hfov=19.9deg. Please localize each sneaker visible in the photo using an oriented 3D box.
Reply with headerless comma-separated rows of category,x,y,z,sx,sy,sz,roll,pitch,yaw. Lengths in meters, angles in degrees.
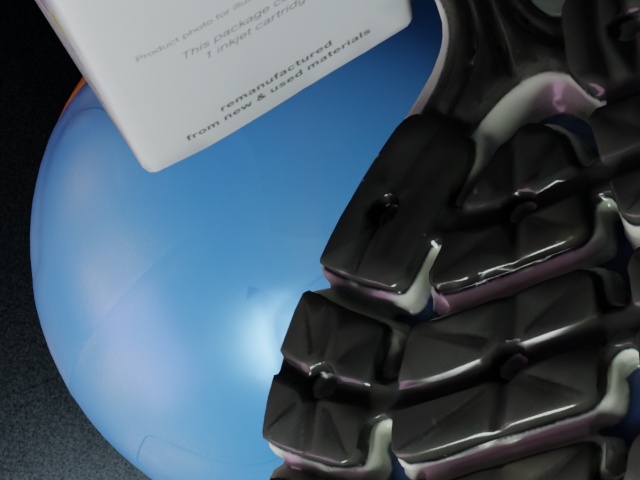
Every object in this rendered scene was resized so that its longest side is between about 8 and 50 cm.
sneaker,0.088,0.006,0.474,0.147,0.130,0.330,46,-133,-39

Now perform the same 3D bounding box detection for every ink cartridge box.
ink cartridge box,-0.089,-0.194,0.606,0.226,0.131,0.306,57,176,25

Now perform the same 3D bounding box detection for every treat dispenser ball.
treat dispenser ball,0.000,0.000,0.911,0.288,0.288,0.288,59,176,7
